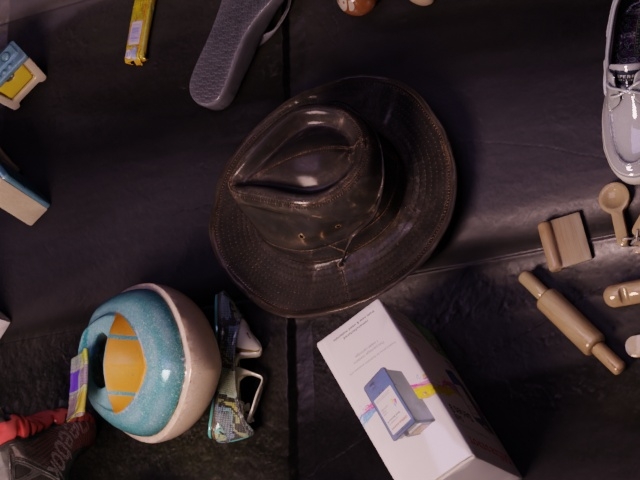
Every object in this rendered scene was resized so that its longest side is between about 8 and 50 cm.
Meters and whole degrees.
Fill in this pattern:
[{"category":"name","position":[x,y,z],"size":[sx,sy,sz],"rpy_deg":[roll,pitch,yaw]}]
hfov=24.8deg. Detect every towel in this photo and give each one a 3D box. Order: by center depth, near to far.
[{"category":"towel","position":[-0.290,0.174,1.741],"size":[0.060,0.009,0.083],"rpy_deg":[151,125,-61]}]

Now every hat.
[{"category":"hat","position":[-0.014,-0.068,1.710],"size":[0.331,0.134,0.331],"rpy_deg":[-9,70,26]}]

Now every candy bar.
[{"category":"candy bar","position":[-0.246,-0.319,2.026],"size":[0.040,0.018,0.161],"rpy_deg":[-1,74,33]}]

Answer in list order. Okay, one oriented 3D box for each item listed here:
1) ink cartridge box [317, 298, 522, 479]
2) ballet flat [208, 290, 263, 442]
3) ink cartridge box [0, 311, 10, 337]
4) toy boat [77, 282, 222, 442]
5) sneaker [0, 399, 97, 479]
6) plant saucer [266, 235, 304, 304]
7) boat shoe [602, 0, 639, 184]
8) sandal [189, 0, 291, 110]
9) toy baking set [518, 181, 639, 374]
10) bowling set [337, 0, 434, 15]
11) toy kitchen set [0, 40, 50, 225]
[{"category":"ink cartridge box","position":[0.109,0.186,1.575],"size":[0.093,0.154,0.212],"rpy_deg":[-37,59,13]},{"category":"ballet flat","position":[-0.100,0.153,1.769],"size":[0.070,0.070,0.188],"rpy_deg":[-8,72,27]},{"category":"ink cartridge box","position":[-0.603,0.151,1.965],"size":[0.198,0.197,0.270],"rpy_deg":[33,91,33]},{"category":"toy boat","position":[-0.220,0.209,1.727],"size":[0.267,0.148,0.318],"rpy_deg":[-11,78,59]},{"category":"sneaker","position":[-0.343,0.267,1.748],"size":[0.097,0.276,0.135],"rpy_deg":[-23,82,15]},{"category":"plant saucer","position":[0.000,0.000,1.774],"size":[0.168,0.029,0.168],"rpy_deg":[-9,70,27]},{"category":"boat shoe","position":[0.342,-0.178,1.607],"size":[0.079,0.081,0.227],"rpy_deg":[-3,72,29]},{"category":"sandal","position":[-0.093,-0.290,1.917],"size":[0.097,0.054,0.254],"rpy_deg":[40,105,40]},{"category":"toy baking set","position":[0.337,0.042,1.567],"size":[0.197,0.030,0.256],"rpy_deg":[-44,58,10]},{"category":"bowling set","position":[0.085,-0.363,1.772],"size":[0.200,0.154,0.287],"rpy_deg":[-48,57,8]},{"category":"toy kitchen set","position":[-0.429,-0.160,2.013],"size":[0.166,0.122,0.207],"rpy_deg":[-45,63,2]}]
